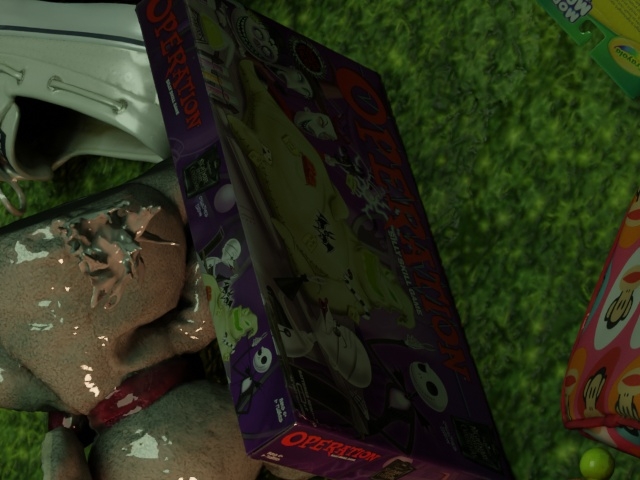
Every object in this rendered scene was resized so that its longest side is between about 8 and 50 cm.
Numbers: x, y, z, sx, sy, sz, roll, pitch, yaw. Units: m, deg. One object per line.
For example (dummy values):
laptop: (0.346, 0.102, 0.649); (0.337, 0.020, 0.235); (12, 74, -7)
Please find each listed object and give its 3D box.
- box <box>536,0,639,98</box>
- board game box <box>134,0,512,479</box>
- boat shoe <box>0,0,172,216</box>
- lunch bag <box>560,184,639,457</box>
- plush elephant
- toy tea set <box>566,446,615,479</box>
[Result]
box: (0.224, -0.181, 1.153); (0.179, 0.043, 0.105); (-43, 88, 20)
board game box: (0.000, 0.000, 1.211); (0.056, 0.208, 0.347); (-34, 54, 25)
boat shoe: (-0.241, -0.100, 1.531); (0.367, 0.136, 0.156); (7, 68, 37)
lunch bag: (0.235, 0.000, 0.962); (0.293, 0.120, 0.258); (171, 120, -82)
plush elephant: (-0.125, 0.094, 1.291); (0.330, 0.272, 0.255); (-168, 58, -76)
toy tea set: (0.138, 0.277, 0.966); (0.200, 0.124, 0.336); (-57, 30, 33)
